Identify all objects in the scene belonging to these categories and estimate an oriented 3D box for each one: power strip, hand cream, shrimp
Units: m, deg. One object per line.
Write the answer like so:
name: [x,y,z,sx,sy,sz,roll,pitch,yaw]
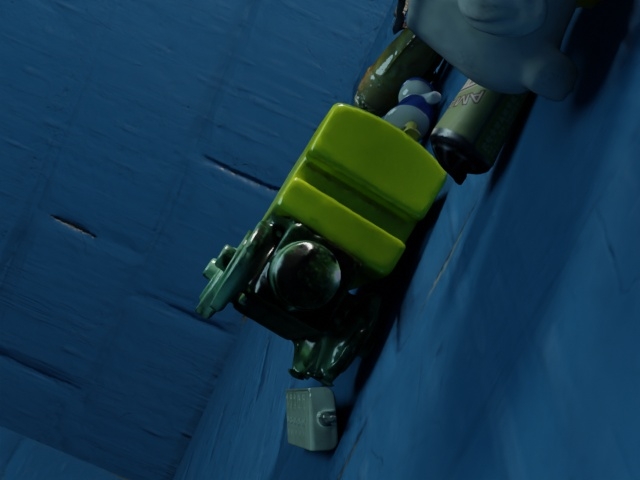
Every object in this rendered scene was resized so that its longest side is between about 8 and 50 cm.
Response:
power strip: [-0.011,0.180,1.285,0.253,0.027,0.060,137,131,-80]
hand cream: [0.158,-0.151,1.021,0.235,0.055,0.086,-60,6,-9]
shrimp: [0.132,-0.241,1.602,0.145,0.061,0.267,-25,-21,-39]

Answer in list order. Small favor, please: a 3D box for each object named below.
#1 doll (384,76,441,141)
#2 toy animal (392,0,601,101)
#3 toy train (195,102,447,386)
doll: [0.110,-0.157,1.526,0.099,0.058,0.143,-38,19,31]
toy animal: [0.140,-0.233,0.899,0.208,0.154,0.325,102,-179,-58]
toy train: [0.000,0.000,1.351,0.272,0.179,0.442,-59,4,-8]
